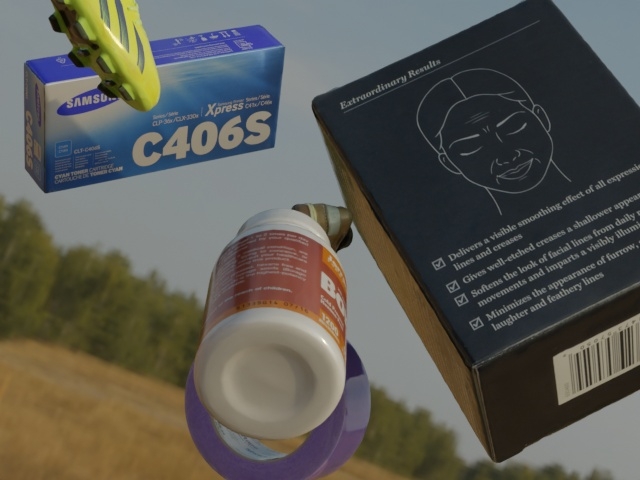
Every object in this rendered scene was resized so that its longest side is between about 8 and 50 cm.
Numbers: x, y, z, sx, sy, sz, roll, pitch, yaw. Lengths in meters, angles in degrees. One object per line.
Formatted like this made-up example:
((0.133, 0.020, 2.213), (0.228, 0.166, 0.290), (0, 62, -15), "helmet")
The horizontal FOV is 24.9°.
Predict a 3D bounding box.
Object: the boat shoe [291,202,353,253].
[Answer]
((0.000, 0.000, 1.568), (0.072, 0.068, 0.190), (-9, -6, -9), "boat shoe")

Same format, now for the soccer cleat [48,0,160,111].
((-0.219, -0.262, 1.393), (0.289, 0.121, 0.093), (60, -22, -13), "soccer cleat")

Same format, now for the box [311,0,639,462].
((0.211, -0.022, 1.533), (0.212, 0.293, 0.395), (71, -8, -53), "box")

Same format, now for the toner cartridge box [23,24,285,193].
((-0.220, -0.179, 1.939), (0.348, 0.165, 0.075), (-14, 38, -28), "toner cartridge box")

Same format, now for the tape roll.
((-0.046, 0.173, 1.569), (0.189, 0.189, 0.080), (20, 4, 21), "tape roll")

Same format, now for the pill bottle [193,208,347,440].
((-0.037, 0.061, 1.221), (0.121, 0.121, 0.216), (24, 26, -11), "pill bottle")
